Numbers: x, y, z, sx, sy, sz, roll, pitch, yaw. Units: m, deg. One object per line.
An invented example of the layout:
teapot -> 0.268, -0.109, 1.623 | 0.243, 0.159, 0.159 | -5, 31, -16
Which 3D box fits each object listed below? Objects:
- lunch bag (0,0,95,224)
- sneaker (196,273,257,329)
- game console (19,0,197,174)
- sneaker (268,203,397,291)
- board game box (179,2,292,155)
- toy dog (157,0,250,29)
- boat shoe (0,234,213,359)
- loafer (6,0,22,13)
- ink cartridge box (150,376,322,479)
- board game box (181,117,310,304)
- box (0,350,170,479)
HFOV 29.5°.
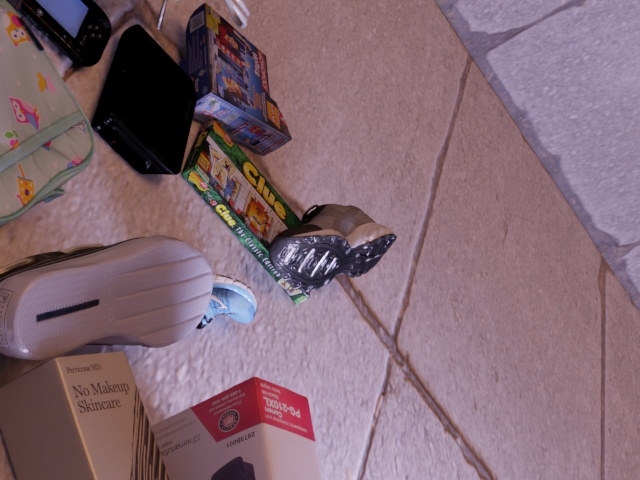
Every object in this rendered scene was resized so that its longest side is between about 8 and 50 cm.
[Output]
lunch bag -> -0.348, -0.120, 1.234 | 0.224, 0.108, 0.279 | 56, 26, -11
sneaker -> -0.144, 0.079, 1.497 | 0.162, 0.063, 0.073 | 26, 60, -45
game console -> -0.293, -0.246, 1.541 | 0.361, 0.044, 0.213 | 45, 30, -30
sneaker -> 0.000, 0.000, 1.740 | 0.108, 0.100, 0.271 | 44, 23, 20
board game box -> -0.126, -0.222, 1.809 | 0.194, 0.060, 0.194 | 39, 33, -42
toy dog -> -0.236, -0.368, 1.635 | 0.220, 0.161, 0.333 | 52, 0, 12
boat shoe -> -0.239, 0.048, 1.250 | 0.335, 0.119, 0.121 | -1, 101, -60
loafer -> -0.432, -0.337, 1.307 | 0.302, 0.109, 0.095 | 41, 37, -43
ink cartridge box -> -0.087, 0.286, 1.241 | 0.100, 0.172, 0.237 | 31, 39, -47
board game box -> -0.093, -0.042, 1.728 | 0.259, 0.030, 0.136 | 50, 26, -25
box -> -0.205, 0.248, 1.148 | 0.113, 0.094, 0.275 | 0, 65, -61
